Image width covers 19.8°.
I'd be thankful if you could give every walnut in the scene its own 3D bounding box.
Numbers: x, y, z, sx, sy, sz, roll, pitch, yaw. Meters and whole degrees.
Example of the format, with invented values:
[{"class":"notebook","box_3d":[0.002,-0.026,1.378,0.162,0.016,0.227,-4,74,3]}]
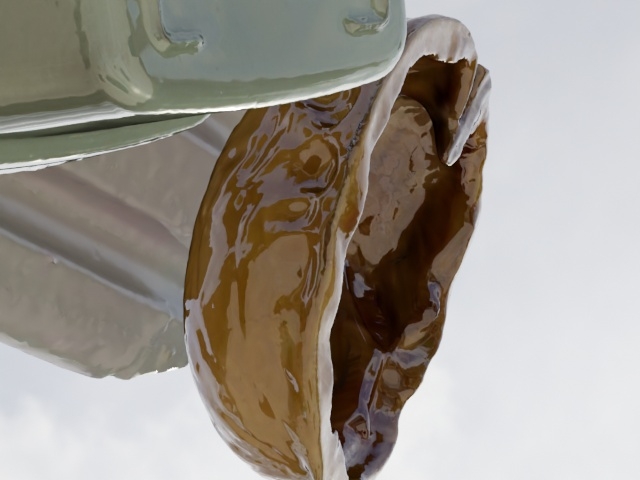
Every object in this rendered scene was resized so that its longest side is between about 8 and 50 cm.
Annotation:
[{"class":"walnut","box_3d":[-0.003,0.001,0.707,0.087,0.211,0.167,12,-41,17]}]

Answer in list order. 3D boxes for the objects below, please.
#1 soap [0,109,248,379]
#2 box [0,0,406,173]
[{"class":"soap","box_3d":[-0.210,-0.142,1.066,0.435,0.213,0.350,27,-90,-53]},{"class":"box","box_3d":[-0.066,-0.124,0.470,0.129,0.148,0.210,-3,-83,39]}]
